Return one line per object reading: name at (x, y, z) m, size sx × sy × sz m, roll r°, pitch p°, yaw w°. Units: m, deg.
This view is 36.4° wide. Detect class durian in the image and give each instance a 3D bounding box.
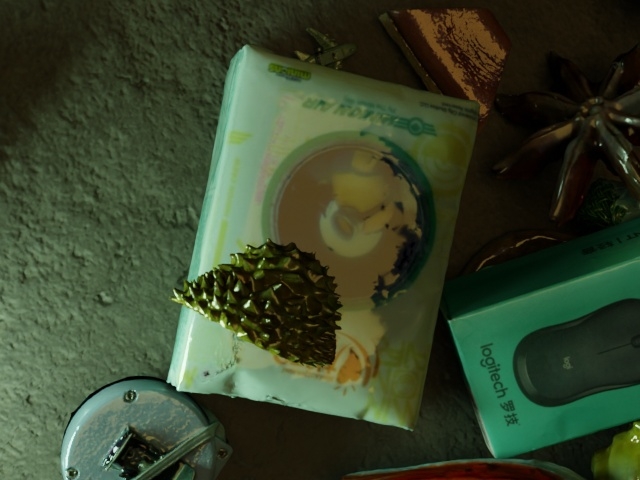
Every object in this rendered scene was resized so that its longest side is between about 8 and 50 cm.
durian at (-0.047, 0.052, 0.975) m, size 0.186 × 0.119 × 0.108 m, roll 24°, pitch 88°, yaw -6°

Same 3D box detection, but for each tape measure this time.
tape measure at (-0.205, 0.248, 1.108) m, size 0.181 × 0.107 × 0.182 m, roll 30°, pitch 86°, yaw -17°

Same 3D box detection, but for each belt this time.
belt at (0.389, -0.026, 1.222) m, size 0.151 × 0.121 × 0.079 m, roll 36°, pitch 82°, yaw -41°

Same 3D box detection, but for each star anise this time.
star anise at (0.339, -0.137, 1.179) m, size 0.288 × 0.288 × 0.088 m, roll -51°, pitch 139°, yaw -8°

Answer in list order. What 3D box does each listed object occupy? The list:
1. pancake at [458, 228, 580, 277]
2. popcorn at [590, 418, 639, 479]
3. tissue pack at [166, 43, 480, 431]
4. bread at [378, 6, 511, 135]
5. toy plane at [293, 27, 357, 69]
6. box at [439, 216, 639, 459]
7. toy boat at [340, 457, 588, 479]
pancake at (0.281, 0.103, 1.250) m, size 0.250 × 0.031 × 0.250 m, roll -1°, pitch 93°, yaw -9°
popcorn at (0.454, 0.354, 1.139) m, size 0.321 × 0.290 × 0.326 m, roll 20°, pitch 47°, yaw 16°
tissue pack at (0.000, 0.000, 1.126) m, size 0.287 × 0.162 × 0.388 m, roll 12°, pitch 87°, yaw -9°
bread at (0.173, -0.229, 1.212) m, size 0.119 × 0.067 × 0.192 m, roll -33°, pitch 95°, yaw -3°
toy plane at (0.010, -0.225, 1.193) m, size 0.083 × 0.033 × 0.080 m, roll -20°, pitch 105°, yaw -12°
box at (0.313, 0.108, 1.135) m, size 0.311 × 0.118 × 0.205 m, roll -18°, pitch 110°, yaw 7°
toy boat at (0.184, 0.323, 1.124) m, size 0.332 × 0.133 × 0.145 m, roll -7°, pitch 85°, yaw 26°
